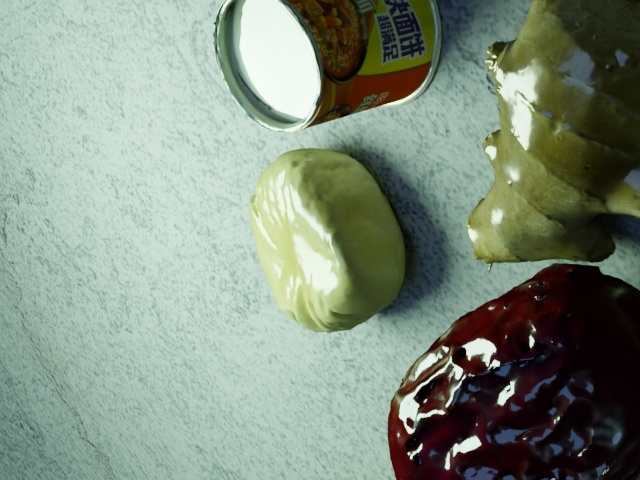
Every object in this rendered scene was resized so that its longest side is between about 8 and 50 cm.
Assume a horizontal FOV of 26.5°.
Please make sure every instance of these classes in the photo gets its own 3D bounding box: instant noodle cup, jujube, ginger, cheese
[{"bbox_3d":[-0.002,-0.219,1.481,0.213,0.174,0.213,26,130,36],"label":"instant noodle cup"},{"bbox_3d":[0.221,0.182,1.417,0.258,0.258,0.377,49,128,17],"label":"jujube"},{"bbox_3d":[0.270,-0.089,1.333,0.236,0.166,0.375,8,152,7],"label":"ginger"},{"bbox_3d":[0.000,0.000,1.669,0.214,0.117,0.226,-36,78,56],"label":"cheese"}]
